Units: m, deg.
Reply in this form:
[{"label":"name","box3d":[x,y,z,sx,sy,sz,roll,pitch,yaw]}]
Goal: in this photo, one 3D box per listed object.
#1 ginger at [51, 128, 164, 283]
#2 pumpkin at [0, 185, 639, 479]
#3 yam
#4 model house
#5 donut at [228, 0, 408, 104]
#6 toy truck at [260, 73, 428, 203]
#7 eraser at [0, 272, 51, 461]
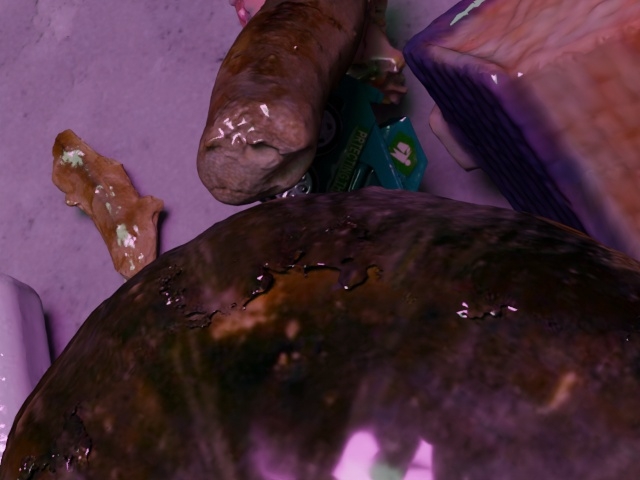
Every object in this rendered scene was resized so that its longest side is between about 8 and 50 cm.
[{"label":"ginger","box3d":[-0.162,-0.028,0.920,0.057,0.044,0.137,-26,66,-25]},{"label":"pumpkin","box3d":[0.035,0.193,0.578,0.454,0.344,0.454,-2,73,6]},{"label":"yam","box3d":[-0.011,-0.123,0.708,0.071,0.067,0.317,-52,13,34]},{"label":"model house","box3d":[0.219,-0.126,0.743,0.280,0.245,0.312,-19,33,40]},{"label":"donut","box3d":[0.034,-0.214,0.899,0.199,0.085,0.233,36,84,26]},{"label":"toy truck","box3d":[0.000,0.000,0.797,0.116,0.110,0.216,21,91,-9]},{"label":"eraser","box3d":[-0.271,0.183,0.840,0.189,0.104,0.290,-19,65,8]}]
